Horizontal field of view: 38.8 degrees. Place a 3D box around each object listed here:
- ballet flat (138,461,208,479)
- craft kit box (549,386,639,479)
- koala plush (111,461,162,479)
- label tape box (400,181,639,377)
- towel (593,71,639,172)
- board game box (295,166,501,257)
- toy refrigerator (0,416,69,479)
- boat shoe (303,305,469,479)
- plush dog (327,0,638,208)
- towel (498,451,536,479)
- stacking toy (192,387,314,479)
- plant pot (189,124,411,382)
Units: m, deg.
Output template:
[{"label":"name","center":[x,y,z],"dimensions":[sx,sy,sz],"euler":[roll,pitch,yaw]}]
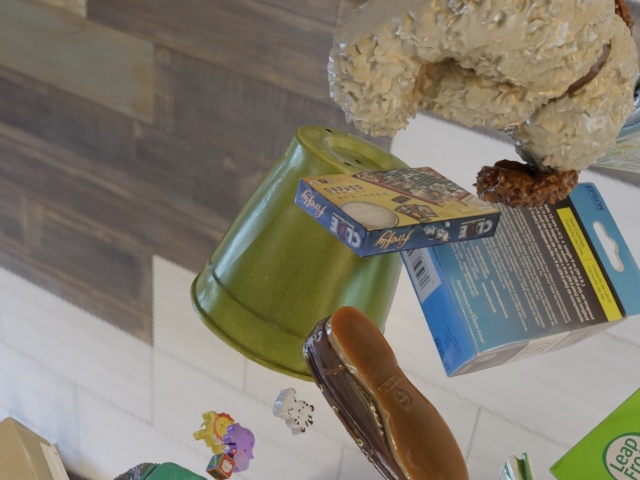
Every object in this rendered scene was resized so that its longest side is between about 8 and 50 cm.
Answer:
[{"label":"ballet flat","center":[-0.147,0.255,0.733],"dimensions":[0.087,0.247,0.083],"euler":[9,107,16]},{"label":"craft kit box","center":[0.316,0.153,0.547],"dimensions":[0.250,0.061,0.247],"euler":[-44,61,3]},{"label":"koala plush","center":[-0.273,0.457,1.248],"dimensions":[0.221,0.203,0.196],"euler":[-134,24,-69]},{"label":"label tape box","center":[0.321,0.052,1.431],"dimensions":[0.115,0.347,0.249],"euler":[-56,48,56]},{"label":"towel","center":[0.562,-0.173,1.373],"dimensions":[0.374,0.320,0.090],"euler":[164,111,-69]},{"label":"board game box","center":[0.110,-0.046,1.279],"dimensions":[0.165,0.243,0.042],"euler":[41,128,44]},{"label":"toy refrigerator","center":[-0.364,0.296,0.850],"dimensions":[0.102,0.269,0.094],"euler":[50,174,37]},{"label":"boat shoe","center":[0.056,0.160,0.823],"dimensions":[0.073,0.073,0.207],"euler":[-46,69,43]},{"label":"plush dog","center":[0.170,-0.152,0.702],"dimensions":[0.210,0.262,0.225],"euler":[16,161,50]},{"label":"towel","center":[0.259,0.460,1.193],"dimensions":[0.038,0.248,0.325],"euler":[-4,138,-4]},{"label":"stacking toy","center":[-0.109,0.277,1.059],"dimensions":[0.167,0.221,0.052],"euler":[-24,118,40]},{"label":"plant pot","center":[0.000,0.000,1.603],"dimensions":[0.366,0.366,0.353],"euler":[31,112,17]}]
